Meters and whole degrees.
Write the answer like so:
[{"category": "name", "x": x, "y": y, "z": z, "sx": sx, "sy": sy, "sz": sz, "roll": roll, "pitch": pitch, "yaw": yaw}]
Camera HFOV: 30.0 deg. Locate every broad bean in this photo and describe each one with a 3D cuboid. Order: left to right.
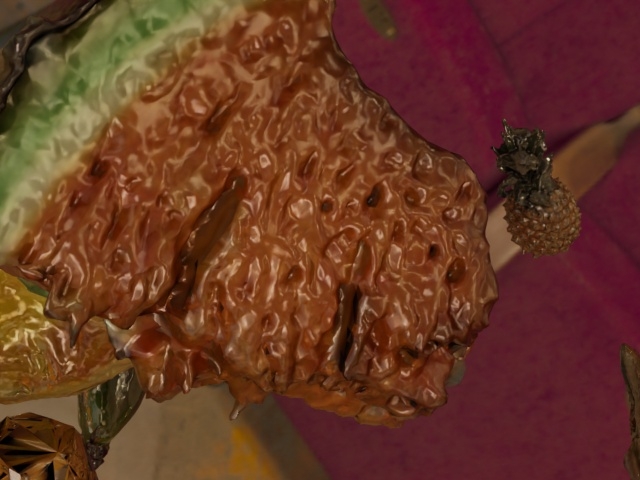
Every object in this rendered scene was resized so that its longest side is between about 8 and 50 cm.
[{"category": "broad bean", "x": -0.202, "y": 0.079, "z": 1.216, "sx": 0.077, "sy": 0.061, "sz": 0.339, "roll": 7, "pitch": 90, "yaw": -35}]

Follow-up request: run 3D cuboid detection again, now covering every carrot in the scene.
[{"category": "carrot", "x": -0.145, "y": 0.188, "z": 0.649, "sx": 0.069, "sy": 0.069, "sz": 0.228, "roll": -27, "pitch": 135, "yaw": -35}]

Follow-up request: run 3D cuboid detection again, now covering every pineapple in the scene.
[{"category": "pineapple", "x": 0.149, "y": -0.036, "z": 0.820, "sx": 0.124, "sy": 0.058, "sz": 0.058, "roll": 63, "pitch": 37, "yaw": -59}]

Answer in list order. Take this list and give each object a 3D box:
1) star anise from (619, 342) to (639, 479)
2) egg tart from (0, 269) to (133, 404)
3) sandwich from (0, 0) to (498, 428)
[{"category": "star anise", "x": 0.225, "y": 0.185, "z": 0.663, "sx": 0.088, "sy": 0.288, "sz": 0.288, "roll": 7, "pitch": 71, "yaw": -46}, {"category": "egg tart", "x": -0.268, "y": -0.002, "z": 1.040, "sx": 0.319, "sy": 0.319, "sz": 0.128, "roll": 29, "pitch": 29, "yaw": -22}, {"category": "sandwich", "x": -0.037, "y": -0.016, "z": 0.641, "sx": 0.301, "sy": 0.162, "sz": 0.250, "roll": 42, "pitch": 74, "yaw": -12}]
